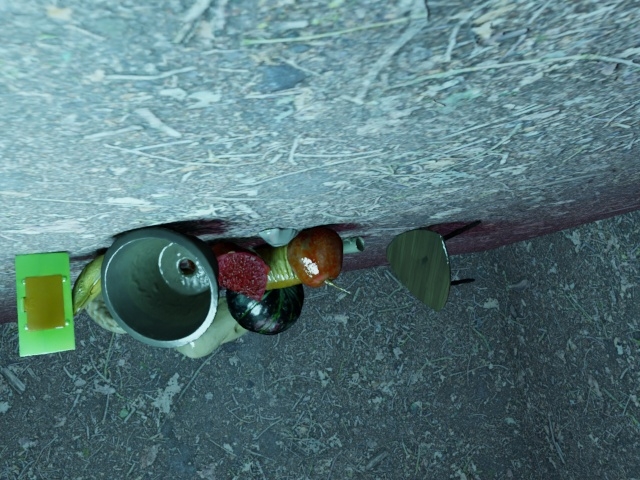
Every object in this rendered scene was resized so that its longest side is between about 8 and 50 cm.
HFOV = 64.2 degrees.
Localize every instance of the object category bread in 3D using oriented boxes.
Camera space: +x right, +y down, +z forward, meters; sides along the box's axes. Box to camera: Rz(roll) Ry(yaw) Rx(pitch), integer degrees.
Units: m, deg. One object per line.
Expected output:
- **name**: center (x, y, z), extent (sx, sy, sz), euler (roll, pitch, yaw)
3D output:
- **bread**: center (-0.542, 0.090, 1.212), extent (0.065, 0.188, 0.149), euler (39, 166, -12)
- **bread**: center (-0.114, 0.080, 1.652), extent (0.253, 0.143, 0.227), euler (-16, 178, 31)

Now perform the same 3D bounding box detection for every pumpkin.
- **pumpkin**: center (-0.193, 0.192, 1.869), extent (0.238, 0.315, 0.315), euler (-36, 158, 35)

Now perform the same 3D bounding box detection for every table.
- **table**: center (0.443, 0.048, 1.926), extent (0.249, 0.317, 0.317), euler (-21, -179, -33)

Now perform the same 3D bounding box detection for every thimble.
- **thimble**: center (-0.523, 0.149, 1.400), extent (0.229, 0.196, 0.148), euler (3, 176, 19)

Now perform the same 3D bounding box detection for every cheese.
- **cheese**: center (-0.451, 0.296, 1.959), extent (0.328, 0.130, 0.351), euler (13, -152, 37)

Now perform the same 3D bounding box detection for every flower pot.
- **flower pot**: center (-0.325, 0.081, 1.128), extent (0.269, 0.269, 0.166), euler (-11, -164, 14)

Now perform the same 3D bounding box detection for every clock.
- **clock**: center (-0.657, 0.157, 1.224), extent (0.106, 0.220, 0.255), euler (-3, 172, -27)

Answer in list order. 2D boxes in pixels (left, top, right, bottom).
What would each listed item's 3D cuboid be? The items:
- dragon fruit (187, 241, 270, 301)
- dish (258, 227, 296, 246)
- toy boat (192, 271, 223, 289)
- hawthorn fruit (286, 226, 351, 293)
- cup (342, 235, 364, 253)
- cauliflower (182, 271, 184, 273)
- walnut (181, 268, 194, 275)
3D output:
- **dragon fruit**: center (-0.260, 0.055, 1.409), extent (0.161, 0.126, 0.274), euler (29, 178, 41)
- **dish**: center (-0.116, -0.005, 1.360), extent (0.091, 0.039, 0.137), euler (-11, 174, 15)
- **toy boat**: center (-0.477, 0.173, 2.037), extent (0.223, 0.100, 0.097), euler (-8, -167, -31)
- **hawthorn fruit**: center (-0.003, 0.067, 1.405), extent (0.162, 0.204, 0.162), euler (-16, 167, -4)
- **cup**: center (0.100, 0.019, 1.779), extent (0.083, 0.055, 0.075), euler (-12, 174, 37)
- **cauliflower**: center (-0.555, 0.176, 1.656), extent (0.250, 0.272, 0.275), euler (-47, -177, -14)
- **walnut**: center (-0.507, 0.183, 1.870), extent (0.159, 0.159, 0.206), euler (-10, -179, 6)
